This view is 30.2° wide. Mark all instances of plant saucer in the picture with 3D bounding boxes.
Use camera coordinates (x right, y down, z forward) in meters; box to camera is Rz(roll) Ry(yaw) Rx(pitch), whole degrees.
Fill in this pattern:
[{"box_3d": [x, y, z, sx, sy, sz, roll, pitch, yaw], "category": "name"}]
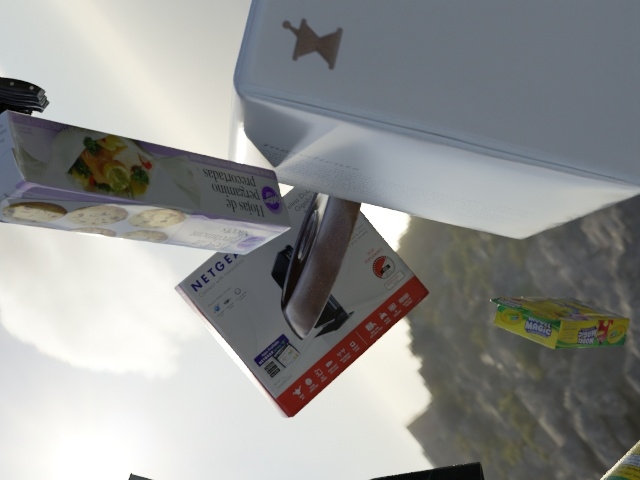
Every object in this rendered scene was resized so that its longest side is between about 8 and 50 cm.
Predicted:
[{"box_3d": [0.000, 0.000, 1.830, 0.050, 0.311, 0.310, 18, -178, -7], "category": "plant saucer"}]

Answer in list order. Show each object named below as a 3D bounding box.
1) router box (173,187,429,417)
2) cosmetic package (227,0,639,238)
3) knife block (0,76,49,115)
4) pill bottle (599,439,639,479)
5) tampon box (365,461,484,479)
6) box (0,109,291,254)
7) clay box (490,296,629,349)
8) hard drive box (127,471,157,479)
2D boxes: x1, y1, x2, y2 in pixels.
[{"box_3d": [-0.033, 0.089, 2.070, 0.301, 0.335, 0.082, 50, 166, -3], "category": "router box"}, {"box_3d": [0.109, -0.207, 1.049, 0.327, 0.329, 0.394, 14, 174, -3], "category": "cosmetic package"}, {"box_3d": [-0.556, -0.217, 1.767, 0.242, 0.088, 0.275, -10, 152, 41], "category": "knife block"}, {"box_3d": [0.331, 0.195, 1.006, 0.117, 0.208, 0.118, 41, 154, 25], "category": "pill bottle"}, {"box_3d": [0.092, 0.290, 1.209, 0.161, 0.120, 0.101, 134, 128, -69], "category": "tampon box"}, {"box_3d": [-0.149, -0.041, 0.991, 0.324, 0.067, 0.063, 10, -122, -55], "category": "box"}, {"box_3d": [0.381, 0.131, 1.912, 0.222, 0.053, 0.127, 1, -166, -42], "category": "clay box"}, {"box_3d": [-0.105, 0.354, 1.173, 0.232, 0.181, 0.089, 17, -163, -5], "category": "hard drive box"}]
